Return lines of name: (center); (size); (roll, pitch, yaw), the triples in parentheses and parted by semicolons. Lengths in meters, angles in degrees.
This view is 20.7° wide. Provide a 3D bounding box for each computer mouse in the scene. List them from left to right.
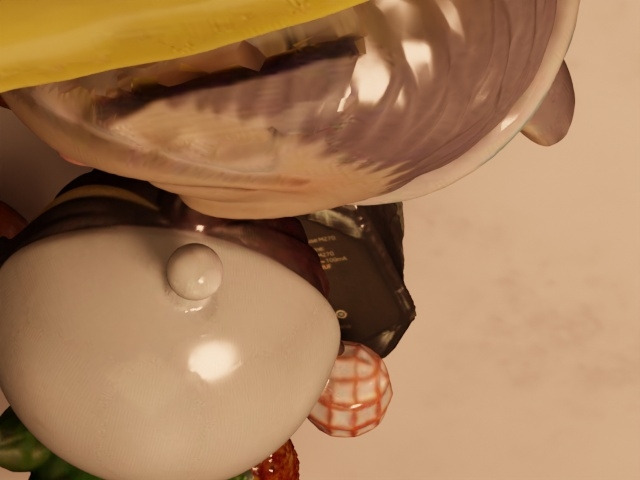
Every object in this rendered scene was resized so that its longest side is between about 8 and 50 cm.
computer mouse: (0.000, 0.000, 1.025); (0.106, 0.062, 0.192); (-5, 127, 14)

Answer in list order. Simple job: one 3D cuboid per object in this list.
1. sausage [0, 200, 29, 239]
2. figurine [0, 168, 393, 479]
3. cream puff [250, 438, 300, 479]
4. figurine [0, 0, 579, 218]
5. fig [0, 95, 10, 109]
sausage: (-0.288, 0.041, 1.065); (0.258, 0.133, 0.133); (-18, 128, 19)
figurine: (-0.102, 0.093, 0.974); (0.281, 0.167, 0.370); (12, 135, -10)
cream puff: (-0.082, 0.145, 1.161); (0.149, 0.084, 0.149); (8, 136, 7)
figurine: (-0.014, -0.176, 0.778); (0.266, 0.361, 0.377); (1, 167, 12)
fig: (-0.155, -0.132, 0.879); (0.136, 0.120, 0.153); (24, 132, -21)
